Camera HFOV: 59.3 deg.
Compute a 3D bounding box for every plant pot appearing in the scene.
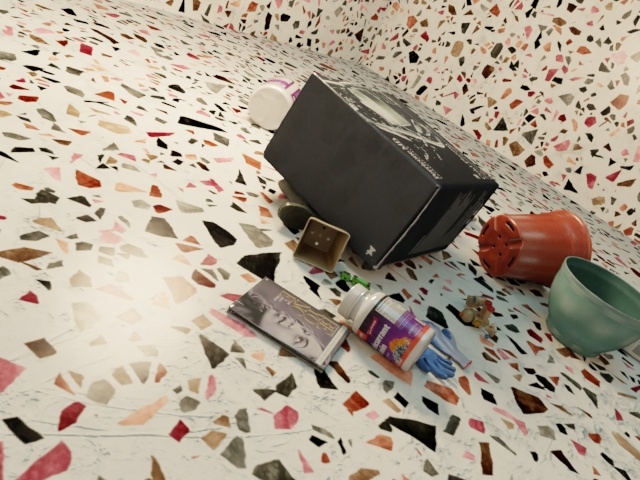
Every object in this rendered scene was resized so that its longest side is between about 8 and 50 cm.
[{"bbox_3d":[0.681,0.022,1.840,0.265,0.272,0.272,4,33,-25],"label":"plant pot"},{"bbox_3d":[0.784,0.212,1.629,0.293,0.196,0.293,21,27,-11],"label":"plant pot"},{"bbox_3d":[0.000,0.000,1.407,0.109,0.109,0.096,23,14,-8],"label":"plant pot"}]

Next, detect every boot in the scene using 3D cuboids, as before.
[{"bbox_3d":[-0.072,-0.114,1.573,0.190,0.076,0.208,22,29,-42],"label":"boot"}]

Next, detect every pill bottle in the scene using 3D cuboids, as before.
[{"bbox_3d":[-0.163,-0.540,2.168,0.169,0.169,0.301,26,26,-2],"label":"pill bottle"},{"bbox_3d":[0.135,0.178,1.190,0.194,0.108,0.108,36,27,18],"label":"pill bottle"}]

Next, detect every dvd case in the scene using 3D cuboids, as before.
[{"bbox_3d":[-0.058,0.163,1.140,0.221,0.018,0.164,32,26,10],"label":"dvd case"}]

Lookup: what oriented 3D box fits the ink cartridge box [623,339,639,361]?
[{"bbox_3d":[1.003,0.260,1.851,0.296,0.066,0.261,40,37,20],"label":"ink cartridge box"}]

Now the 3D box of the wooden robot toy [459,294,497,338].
[{"bbox_3d":[0.403,0.186,1.475,0.079,0.076,0.173,11,28,-8],"label":"wooden robot toy"}]

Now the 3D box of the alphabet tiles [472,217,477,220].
[{"bbox_3d":[0.456,-0.173,2.247,0.342,0.011,0.285,40,29,26],"label":"alphabet tiles"}]

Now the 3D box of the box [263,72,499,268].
[{"bbox_3d":[0.183,-0.200,1.626,0.480,0.297,0.472,46,29,21],"label":"box"}]

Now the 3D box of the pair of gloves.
[{"bbox_3d":[0.263,0.244,1.285,0.159,0.023,0.198,42,30,27],"label":"pair of gloves"}]

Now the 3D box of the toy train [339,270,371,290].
[{"bbox_3d":[0.088,0.099,1.386,0.083,0.023,0.017,25,26,-3],"label":"toy train"}]
